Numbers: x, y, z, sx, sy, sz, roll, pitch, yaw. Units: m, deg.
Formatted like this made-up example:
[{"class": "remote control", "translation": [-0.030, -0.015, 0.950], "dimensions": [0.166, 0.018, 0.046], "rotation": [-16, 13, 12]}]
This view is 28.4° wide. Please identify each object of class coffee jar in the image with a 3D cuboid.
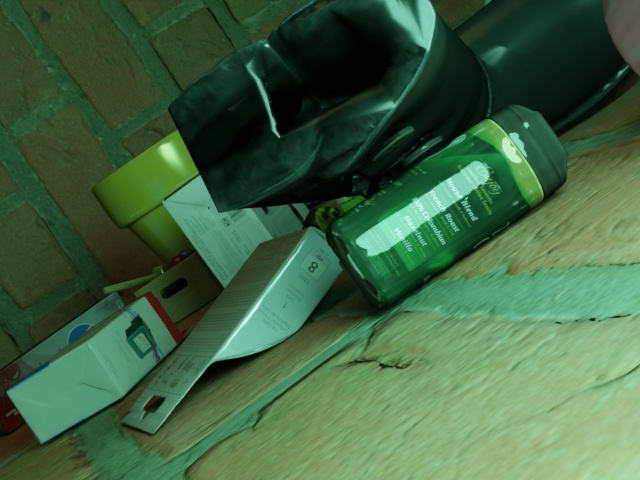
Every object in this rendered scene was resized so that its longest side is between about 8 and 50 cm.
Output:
[{"class": "coffee jar", "translation": [0.098, -0.027, 0.961], "dimensions": [0.184, 0.079, 0.096], "rotation": [-34, -2, -4]}]

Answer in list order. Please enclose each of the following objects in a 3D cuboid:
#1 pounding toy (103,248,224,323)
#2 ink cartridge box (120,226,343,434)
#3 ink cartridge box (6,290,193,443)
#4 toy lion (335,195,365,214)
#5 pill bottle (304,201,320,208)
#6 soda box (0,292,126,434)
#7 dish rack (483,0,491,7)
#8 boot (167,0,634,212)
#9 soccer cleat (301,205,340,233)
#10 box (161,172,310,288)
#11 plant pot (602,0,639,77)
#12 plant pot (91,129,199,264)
[{"class": "pounding toy", "translation": [-0.223, 0.065, 1.863], "dimensions": [0.141, 0.100, 0.130], "rotation": [-33, 5, 9]}, {"class": "ink cartridge box", "translation": [-0.082, 0.096, 1.188], "dimensions": [0.232, 0.066, 0.189], "rotation": [-57, 12, -14]}, {"class": "ink cartridge box", "translation": [-0.258, 0.142, 1.525], "dimensions": [0.134, 0.078, 0.231], "rotation": [-31, 6, 22]}, {"class": "toy lion", "translation": [0.077, -0.070, 1.703], "dimensions": [0.096, 0.034, 0.100], "rotation": [-23, 9, 21]}, {"class": "pill bottle", "translation": [-0.060, -0.104, 2.262], "dimensions": [0.219, 0.123, 0.123], "rotation": [-28, 8, 47]}, {"class": "soda box", "translation": [-0.399, 0.186, 1.915], "dimensions": [0.263, 0.083, 0.092], "rotation": [-38, 6, -30]}, {"class": "dish rack", "translation": [0.283, -0.295, 1.428], "dimensions": [0.333, 0.072, 0.285], "rotation": [-40, -27, -23]}, {"class": "boot", "translation": [0.111, -0.157, 1.051], "dimensions": [0.367, 0.146, 0.445], "rotation": [-44, -17, 14]}, {"class": "soccer cleat", "translation": [0.000, 0.000, 1.431], "dimensions": [0.072, 0.060, 0.179], "rotation": [-43, -1, 4]}, {"class": "box", "translation": [-0.095, -0.032, 1.650], "dimensions": [0.087, 0.169, 0.290], "rotation": [-35, 7, 12]}, {"class": "plant pot", "translation": [0.278, -0.181, 0.790], "dimensions": [0.201, 0.201, 0.180], "rotation": [-38, -9, -35]}, {"class": "plant pot", "translation": [-0.203, -0.054, 2.055], "dimensions": [0.254, 0.239, 0.254], "rotation": [-32, 6, 4]}]
